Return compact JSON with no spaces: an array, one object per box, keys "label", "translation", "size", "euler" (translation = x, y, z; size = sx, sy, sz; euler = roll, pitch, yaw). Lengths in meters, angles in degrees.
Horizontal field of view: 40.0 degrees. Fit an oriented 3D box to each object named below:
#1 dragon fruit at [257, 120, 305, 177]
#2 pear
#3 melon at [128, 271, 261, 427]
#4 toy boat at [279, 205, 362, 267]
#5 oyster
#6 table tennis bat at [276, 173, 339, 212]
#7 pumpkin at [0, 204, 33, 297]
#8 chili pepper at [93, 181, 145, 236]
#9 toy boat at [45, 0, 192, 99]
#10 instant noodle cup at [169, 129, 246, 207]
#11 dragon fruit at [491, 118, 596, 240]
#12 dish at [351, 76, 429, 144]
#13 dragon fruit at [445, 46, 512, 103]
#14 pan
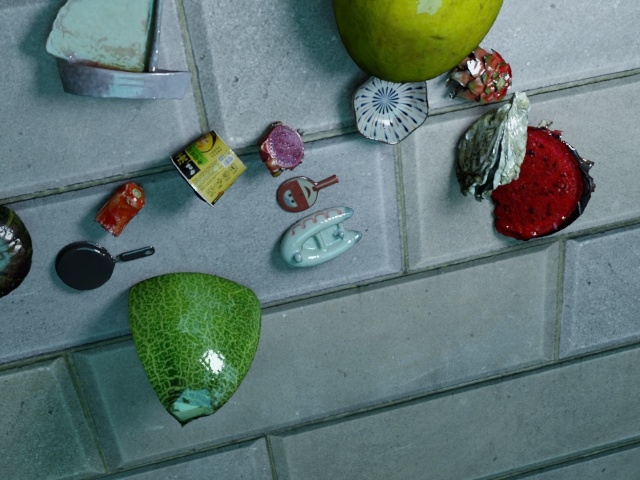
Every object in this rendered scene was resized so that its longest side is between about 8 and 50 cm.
[{"label":"dragon fruit","translation":[-0.097,-0.206,1.999],"size":[0.112,0.126,0.068],"euler":[22,155,-32]},{"label":"pear","translation":[0.196,-0.504,1.754],"size":[0.352,0.352,0.413],"euler":[-3,131,-13]},{"label":"melon","translation":[-0.296,0.253,2.078],"size":[0.331,0.343,0.226],"euler":[13,121,-25]},{"label":"toy boat","translation":[0.000,0.000,2.156],"size":[0.208,0.079,0.134],"euler":[-21,127,-4]},{"label":"oyster","translation":[0.408,-0.208,2.054],"size":[0.112,0.198,0.267],"euler":[5,152,-23]},{"label":"table tennis bat","translation":[-0.030,-0.121,2.109],"size":[0.155,0.019,0.098],"euler":[-22,124,2]},{"label":"pumpkin","translation":[-0.746,0.029,1.916],"size":[0.238,0.159,0.238],"euler":[-4,122,-7]},{"label":"chili pepper","translation":[-0.448,-0.073,1.992],"size":[0.123,0.073,0.070],"euler":[-44,164,16]},{"label":"toy boat","translation":[-0.416,-0.408,1.782],"size":[0.276,0.111,0.293],"euler":[-13,111,-7]},{"label":"instant noodle cup","translation":[-0.243,-0.163,1.951],"size":[0.122,0.151,0.151],"euler":[-39,123,0]},{"label":"dragon fruit","translation":[0.547,-0.151,2.162],"size":[0.100,0.282,0.343],"euler":[-44,134,-40]},{"label":"dish","translation":[0.154,-0.317,2.007],"size":[0.191,0.066,0.190],"euler":[-6,119,-11]},{"label":"dragon fruit","translation":[0.366,-0.374,2.002],"size":[0.142,0.121,0.130],"euler":[30,76,-3]},{"label":"pan","translation":[-0.507,0.052,2.074],"size":[0.235,0.028,0.136],"euler":[-14,124,-7]}]
